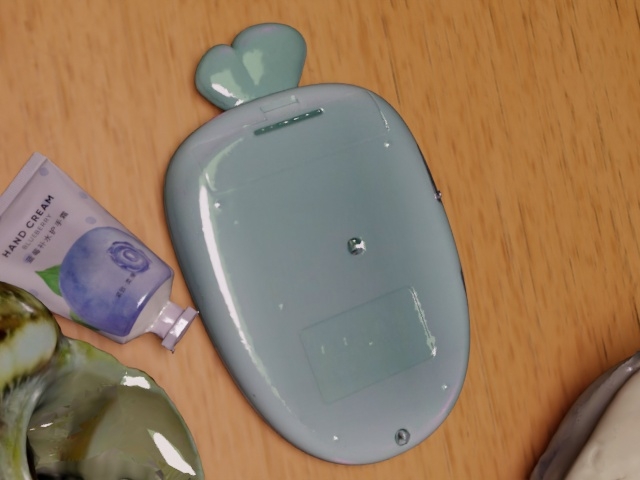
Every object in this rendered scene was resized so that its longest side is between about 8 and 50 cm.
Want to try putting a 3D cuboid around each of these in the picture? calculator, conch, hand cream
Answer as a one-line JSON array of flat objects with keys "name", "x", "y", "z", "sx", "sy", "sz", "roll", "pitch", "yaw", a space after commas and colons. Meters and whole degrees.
[{"name": "calculator", "x": 0.000, "y": 0.000, "z": 0.670, "sx": 0.186, "sy": 0.041, "sz": 0.298, "roll": -20, "pitch": 91, "yaw": -22}, {"name": "conch", "x": -0.171, "y": 0.104, "z": 0.554, "sx": 0.187, "sy": 0.124, "sz": 0.181, "roll": -1, "pitch": 72, "yaw": -44}, {"name": "hand cream", "x": -0.139, "y": 0.017, "z": 0.617, "sx": 0.142, "sy": 0.053, "sz": 0.084, "roll": 35, "pitch": 72, "yaw": -2}]

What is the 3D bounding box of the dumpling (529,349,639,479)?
[{"name": "dumpling", "x": 0.248, "y": 0.202, "z": 0.695, "sx": 0.243, "sy": 0.187, "sz": 0.318, "roll": 26, "pitch": 79, "yaw": -56}]
